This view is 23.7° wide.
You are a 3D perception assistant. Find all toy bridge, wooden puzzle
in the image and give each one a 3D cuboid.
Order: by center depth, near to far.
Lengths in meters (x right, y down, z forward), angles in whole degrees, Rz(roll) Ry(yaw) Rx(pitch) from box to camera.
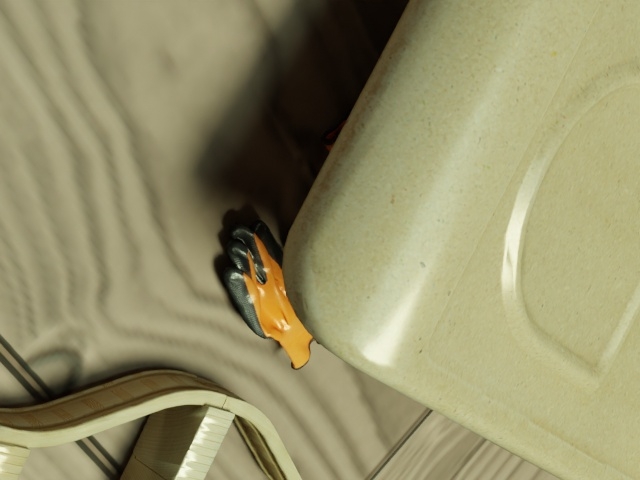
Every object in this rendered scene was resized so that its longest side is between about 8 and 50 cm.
[{"bbox_3d":[-0.054,0.078,0.534,0.188,0.026,0.063,25,92,-51],"label":"toy bridge"},{"bbox_3d":[0.149,-0.058,0.620,0.348,0.080,0.322,32,84,-46],"label":"wooden puzzle"}]

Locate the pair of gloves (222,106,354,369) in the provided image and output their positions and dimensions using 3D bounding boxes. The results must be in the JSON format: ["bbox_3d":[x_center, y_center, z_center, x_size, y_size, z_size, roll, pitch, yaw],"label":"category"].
[{"bbox_3d":[0.000,0.000,0.556,0.083,0.010,0.074,-47,138,-19],"label":"pair of gloves"}]
